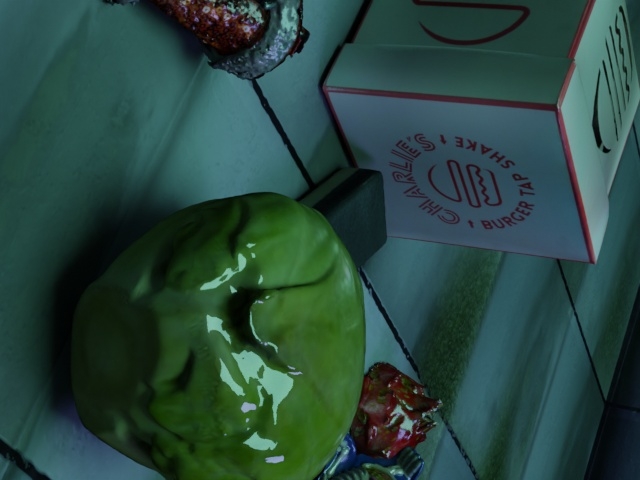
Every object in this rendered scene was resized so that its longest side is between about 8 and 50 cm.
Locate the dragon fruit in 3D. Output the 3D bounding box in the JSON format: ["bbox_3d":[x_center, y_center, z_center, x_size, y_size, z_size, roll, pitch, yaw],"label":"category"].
[{"bbox_3d":[0.119,0.259,1.890,0.153,0.111,0.153,-27,123,-54],"label":"dragon fruit"}]

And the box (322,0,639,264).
[{"bbox_3d":[0.228,-0.190,1.729,0.300,0.312,0.314,-65,149,-30],"label":"box"}]

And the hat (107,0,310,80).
[{"bbox_3d":[-0.119,-0.237,1.281,0.227,0.129,0.140,7,51,-47],"label":"hat"}]

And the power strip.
[{"bbox_3d":[0.000,0.000,1.611,0.256,0.070,0.105,-41,131,-55],"label":"power strip"}]

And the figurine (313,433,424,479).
[{"bbox_3d":[0.034,0.343,1.751,0.262,0.120,0.164,22,51,-41],"label":"figurine"}]

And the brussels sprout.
[{"bbox_3d":[-0.086,0.107,1.290,0.328,0.247,0.328,10,77,-53],"label":"brussels sprout"}]
